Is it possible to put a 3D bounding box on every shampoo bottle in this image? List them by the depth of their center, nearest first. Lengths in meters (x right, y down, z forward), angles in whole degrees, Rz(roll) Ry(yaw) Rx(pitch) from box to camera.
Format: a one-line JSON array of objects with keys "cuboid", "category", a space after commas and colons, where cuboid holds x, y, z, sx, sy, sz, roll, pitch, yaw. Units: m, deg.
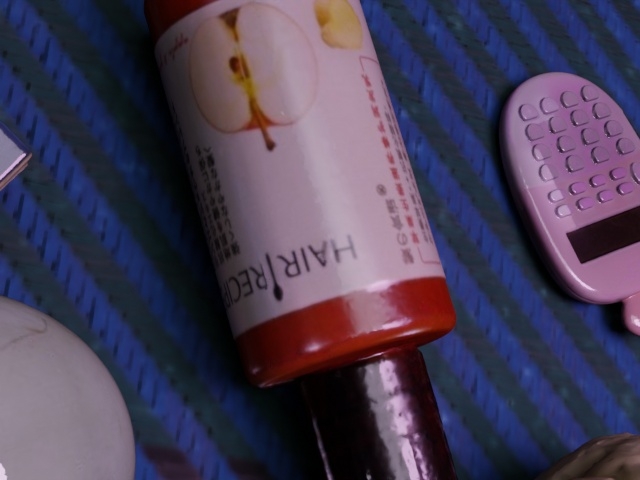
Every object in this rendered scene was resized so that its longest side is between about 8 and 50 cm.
[{"cuboid": [0.000, 0.000, 0.625, 0.104, 0.104, 0.278, -11, 78, -28], "category": "shampoo bottle"}]

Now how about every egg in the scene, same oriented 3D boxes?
[{"cuboid": [-0.160, 0.092, 0.491, 0.192, 0.149, 0.149, -13, 79, -37], "category": "egg"}]

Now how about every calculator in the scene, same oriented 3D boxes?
[{"cuboid": [0.158, -0.020, 0.754, 0.103, 0.024, 0.166, -18, 80, -30], "category": "calculator"}]

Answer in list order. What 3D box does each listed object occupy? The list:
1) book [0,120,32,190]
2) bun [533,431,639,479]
[{"cuboid": [-0.281, -0.066, 0.539, 0.269, 0.025, 0.191, 45, 69, -8], "category": "book"}, {"cuboid": [0.162, 0.248, 0.551, 0.353, 0.227, 0.349, 21, 67, -16], "category": "bun"}]
